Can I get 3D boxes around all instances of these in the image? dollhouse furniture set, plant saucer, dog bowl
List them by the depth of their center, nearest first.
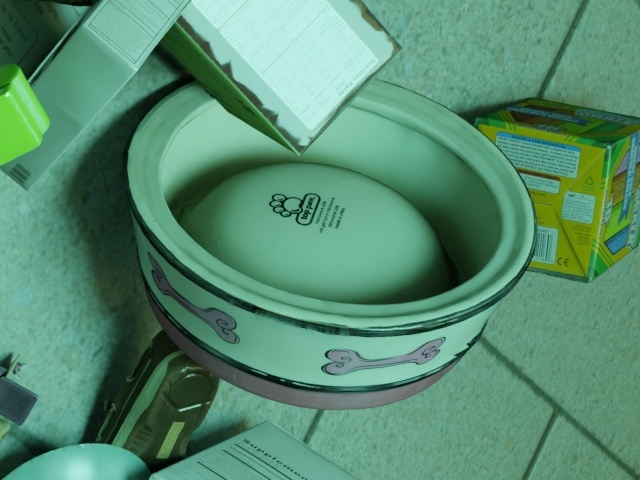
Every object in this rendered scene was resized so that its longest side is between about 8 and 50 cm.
[{"bbox_3d":[-0.329,0.157,1.628,0.114,0.091,0.081,-58,-172,17],"label":"dollhouse furniture set"},{"bbox_3d":[0.000,0.000,1.679,0.408,0.408,0.150,-31,146,-40],"label":"dog bowl"},{"bbox_3d":[-0.250,0.288,1.687,0.195,0.037,0.195,-17,131,-20],"label":"plant saucer"}]

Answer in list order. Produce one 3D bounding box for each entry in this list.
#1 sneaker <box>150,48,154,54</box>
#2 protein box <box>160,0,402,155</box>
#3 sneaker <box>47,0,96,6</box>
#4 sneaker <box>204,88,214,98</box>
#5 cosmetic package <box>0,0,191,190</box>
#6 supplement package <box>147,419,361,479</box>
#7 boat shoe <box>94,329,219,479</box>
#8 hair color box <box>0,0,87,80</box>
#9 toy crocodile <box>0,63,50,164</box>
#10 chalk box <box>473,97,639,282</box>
[{"bbox_3d":[-0.194,-0.248,1.603,0.075,0.057,0.161,-5,110,-32],"label":"sneaker"},{"bbox_3d":[-0.068,-0.210,1.520,0.136,0.200,0.201,-46,117,-4],"label":"protein box"},{"bbox_3d":[-0.217,-0.220,1.382,0.158,0.065,0.061,-5,110,-51],"label":"sneaker"},{"bbox_3d":[-0.039,-0.244,1.735,0.262,0.104,0.125,-67,154,-16],"label":"sneaker"},{"bbox_3d":[-0.198,-0.136,1.397,0.060,0.239,0.099,41,53,-9],"label":"cosmetic package"},{"bbox_3d":[-0.081,0.329,1.773,0.177,0.175,0.293,-63,163,14],"label":"supplement package"},{"bbox_3d":[-0.189,0.202,1.750,0.095,0.095,0.257,18,114,-39],"label":"boat shoe"},{"bbox_3d":[-0.296,-0.241,1.422,0.374,0.113,0.185,-55,139,-20],"label":"hair color box"},{"bbox_3d":[-0.370,-0.036,1.306,0.340,0.105,0.115,-31,135,1],"label":"toy crocodile"},{"bbox_3d":[0.316,-0.076,2.162,0.289,0.180,0.179,-27,126,-62],"label":"chalk box"}]
